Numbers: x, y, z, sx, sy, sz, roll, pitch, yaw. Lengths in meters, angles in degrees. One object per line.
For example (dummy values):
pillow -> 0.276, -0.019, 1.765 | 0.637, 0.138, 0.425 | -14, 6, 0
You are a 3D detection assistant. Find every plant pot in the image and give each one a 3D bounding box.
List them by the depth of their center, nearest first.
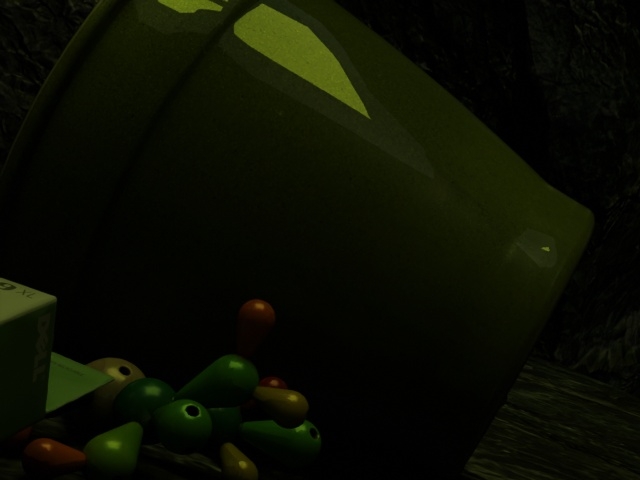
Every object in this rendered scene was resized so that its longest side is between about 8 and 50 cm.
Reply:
plant pot -> 0.000, 0.000, 0.905 | 0.353, 0.366, 0.366 | 29, 3, 9

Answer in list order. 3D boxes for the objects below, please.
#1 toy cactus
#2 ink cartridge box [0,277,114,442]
toy cactus -> -0.111, 0.085, 0.687 | 0.219, 0.112, 0.180 | 6, -4, -27
ink cartridge box -> -0.183, 0.047, 0.493 | 0.109, 0.062, 0.209 | 17, 19, 21
